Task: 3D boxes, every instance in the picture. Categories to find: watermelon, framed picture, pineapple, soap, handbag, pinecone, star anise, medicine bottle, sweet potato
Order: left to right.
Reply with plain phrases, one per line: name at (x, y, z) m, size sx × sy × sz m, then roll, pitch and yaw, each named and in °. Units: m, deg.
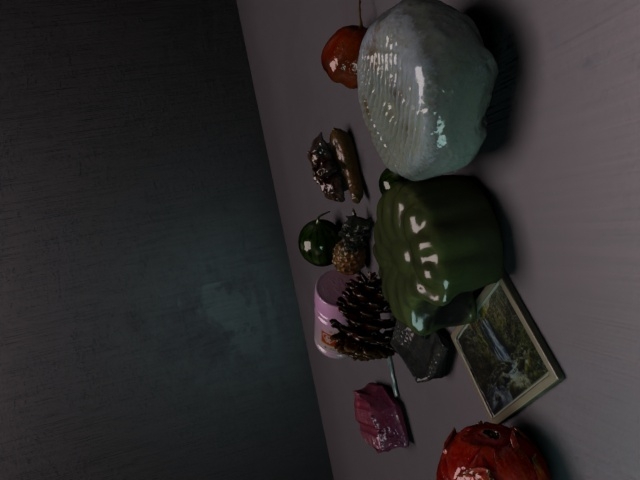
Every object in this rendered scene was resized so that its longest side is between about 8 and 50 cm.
watermelon at (0.000, 0.000, 2.098) m, size 0.188 × 0.188 × 0.215 m, roll -122°, pitch 17°, yaw -55°
star anise at (0.020, -0.241, 1.796) m, size 0.223 × 0.109 × 0.236 m, roll 36°, pitch -145°, yaw -68°
medicine bottle at (0.075, 0.288, 2.005) m, size 0.202 × 0.202 × 0.316 m, roll -115°, pitch 18°, yaw -44°
sweet potato at (0.094, -0.251, 1.749) m, size 0.075 × 0.075 × 0.273 m, roll 133°, pitch 121°, yaw -74°
pineapple at (0.115, 0.008, 1.808) m, size 0.248 × 0.128 × 0.128 m, roll 101°, pitch 154°, yaw -45°
pinecone at (0.154, 0.240, 1.640) m, size 0.246 × 0.246 × 0.292 m, roll -144°, pitch 60°, yaw -70°
soap at (0.210, 0.651, 1.927) m, size 0.325 × 0.127 × 0.220 m, roll 130°, pitch 128°, yaw -74°
watermelon at (0.193, -0.154, 1.439) m, size 0.105 × 0.062 × 0.106 m, roll 169°, pitch 90°, yaw -85°
handbag at (0.277, 0.268, 1.442) m, size 0.270 × 0.088 × 0.175 m, roll -123°, pitch 32°, yaw -57°
framed picture at (0.379, 0.240, 1.109) m, size 0.324 × 0.020 × 0.241 m, roll 99°, pitch 156°, yaw -57°

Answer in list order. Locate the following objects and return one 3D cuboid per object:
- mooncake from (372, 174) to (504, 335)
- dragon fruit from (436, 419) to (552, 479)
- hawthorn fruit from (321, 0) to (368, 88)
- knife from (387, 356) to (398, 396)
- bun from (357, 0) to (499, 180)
mooncake at (0.235, 0.022, 1.129) m, size 0.351 × 0.187 × 0.351 m, roll 171°, pitch 90°, yaw -81°
dragon fruit at (0.344, 0.495, 1.044) m, size 0.241 × 0.240 × 0.252 m, roll 123°, pitch 145°, yaw -71°
hawthorn fruit at (0.092, -0.522, 1.406) m, size 0.203 × 0.162 × 0.163 m, roll -63°, pitch 37°, yaw 41°
knife at (0.249, 0.450, 1.835) m, size 0.028 × 0.015 × 0.210 m, roll 168°, pitch 91°, yaw -83°
bun at (0.202, -0.289, 1.004) m, size 0.354 × 0.194 × 0.355 m, roll 165°, pitch 90°, yaw -75°
